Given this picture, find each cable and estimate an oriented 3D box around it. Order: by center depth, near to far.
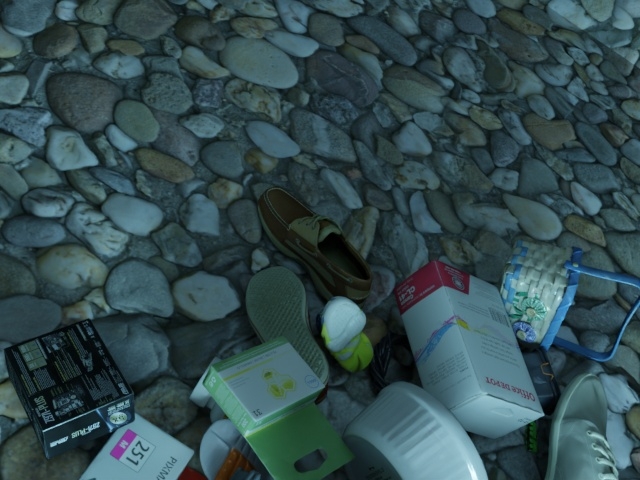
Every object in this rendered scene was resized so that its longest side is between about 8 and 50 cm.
[{"bbox_3d":[0.164,0.265,1.650,0.150,0.047,0.184,-9,61,-27],"label":"cable"}]

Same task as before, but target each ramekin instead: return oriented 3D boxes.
[{"bbox_3d":[0.146,0.387,1.389,0.127,0.273,0.273,-27,68,-28],"label":"ramekin"}]

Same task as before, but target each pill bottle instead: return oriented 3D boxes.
[{"bbox_3d":[-0.116,0.291,1.425,0.208,0.117,0.117,31,45,0],"label":"pill bottle"}]

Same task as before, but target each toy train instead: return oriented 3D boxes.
[{"bbox_3d":[0.433,0.396,1.692,0.023,0.017,0.083,30,44,-15],"label":"toy train"}]

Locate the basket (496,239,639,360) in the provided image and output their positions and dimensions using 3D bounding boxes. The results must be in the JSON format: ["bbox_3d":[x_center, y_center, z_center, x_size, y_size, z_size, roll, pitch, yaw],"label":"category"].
[{"bbox_3d":[0.527,0.142,1.802,0.289,0.255,0.201,14,43,9],"label":"basket"}]

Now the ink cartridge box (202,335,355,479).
[{"bbox_3d":[-0.057,0.277,1.340,0.171,0.056,0.235,-17,55,-46],"label":"ink cartridge box"}]

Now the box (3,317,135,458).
[{"bbox_3d":[-0.400,0.231,1.318,0.147,0.077,0.180,-20,50,-29],"label":"box"}]

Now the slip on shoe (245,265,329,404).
[{"bbox_3d":[-0.063,0.177,1.573,0.123,0.101,0.331,-18,46,-9],"label":"slip on shoe"}]

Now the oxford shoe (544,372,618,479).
[{"bbox_3d":[0.513,0.442,1.583,0.169,0.130,0.449,50,44,-21],"label":"oxford shoe"}]

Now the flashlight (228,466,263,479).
[{"bbox_3d":[-0.176,0.471,1.201,0.103,0.103,0.304,7,45,35],"label":"flashlight"}]

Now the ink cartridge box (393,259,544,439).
[{"bbox_3d":[0.291,0.217,1.647,0.226,0.131,0.306,25,41,-40],"label":"ink cartridge box"}]

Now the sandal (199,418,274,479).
[{"bbox_3d":[-0.099,0.406,1.358,0.265,0.076,0.102,46,70,-5],"label":"sandal"}]

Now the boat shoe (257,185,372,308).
[{"bbox_3d":[0.000,0.000,1.733,0.122,0.120,0.324,-28,69,-41],"label":"boat shoe"}]

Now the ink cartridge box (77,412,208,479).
[{"bbox_3d":[-0.271,0.434,1.266,0.239,0.060,0.275,32,45,2],"label":"ink cartridge box"}]

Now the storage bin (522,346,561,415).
[{"bbox_3d":[0.434,0.295,1.732,0.091,0.098,0.135,-1,53,-15],"label":"storage bin"}]

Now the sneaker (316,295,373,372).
[{"bbox_3d":[0.024,0.158,1.561,0.091,0.240,0.126,-36,54,-15],"label":"sneaker"}]
